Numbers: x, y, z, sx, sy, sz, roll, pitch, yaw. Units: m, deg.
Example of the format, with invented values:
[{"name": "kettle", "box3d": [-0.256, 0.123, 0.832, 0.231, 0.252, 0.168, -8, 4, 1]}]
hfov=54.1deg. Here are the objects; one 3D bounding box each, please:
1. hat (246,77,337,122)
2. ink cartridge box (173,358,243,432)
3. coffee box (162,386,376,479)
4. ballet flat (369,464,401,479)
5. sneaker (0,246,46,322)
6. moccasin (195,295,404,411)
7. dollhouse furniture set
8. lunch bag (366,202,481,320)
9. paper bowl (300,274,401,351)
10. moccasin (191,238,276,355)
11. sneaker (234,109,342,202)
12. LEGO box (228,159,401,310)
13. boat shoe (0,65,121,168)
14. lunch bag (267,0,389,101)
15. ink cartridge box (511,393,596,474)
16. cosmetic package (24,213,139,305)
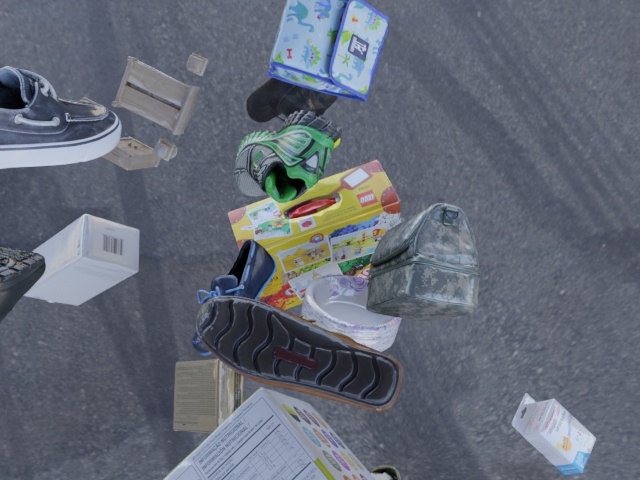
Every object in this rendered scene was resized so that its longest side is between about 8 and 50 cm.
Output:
[{"name": "hat", "box3d": [-0.043, -0.387, 1.718, 0.331, 0.331, 0.134, -35, 84, -6]}, {"name": "ink cartridge box", "box3d": [-0.311, 0.427, 1.728, 0.235, 0.088, 0.193, -14, 72, 46]}, {"name": "coffee box", "box3d": [-0.084, 0.535, 1.218, 0.338, 0.337, 0.334, -44, 65, -3]}, {"name": "ballet flat", "box3d": [0.085, 0.676, 1.565, 0.349, 0.123, 0.123, -24, 62, -43]}, {"name": "sneaker", "box3d": [-0.506, 0.106, 0.886, 0.109, 0.130, 0.286, 16, 34, 19]}, {"name": "moccasin", "box3d": [-0.038, 0.194, 1.106, 0.380, 0.147, 0.139, 12, 78, 8]}, {"name": "dollhouse furniture set", "box3d": [-0.485, -0.387, 1.726, 0.303, 0.174, 0.355, 27, 103, 5]}, {"name": "lunch bag", "box3d": [0.253, 0.057, 1.580, 0.213, 0.305, 0.255, 13, 74, -14]}, {"name": "paper bowl", "box3d": [0.082, 0.228, 1.805, 0.284, 0.284, 0.148, 20, 118, 14]}, {"name": "moccasin", "box3d": [-0.232, 0.130, 1.543, 0.138, 0.116, 0.342, -17, 30, 32]}, {"name": "sneaker", "box3d": [-0.096, -0.145, 1.267, 0.134, 0.343, 0.146, 30, 69, -21]}, {"name": "LEGO box", "box3d": [0.000, 0.000, 2.035, 0.500, 0.372, 0.193, -20, 54, -5]}, {"name": "boat shoe", "box3d": [-0.357, -0.154, 0.746, 0.108, 0.301, 0.102, 31, 117, 24]}, {"name": "lunch bag", "box3d": [0.013, -0.281, 0.896, 0.151, 0.096, 0.128, 16, 91, -10]}, {"name": "ink cartridge box", "box3d": [0.552, 0.452, 1.482, 0.181, 0.061, 0.104, 42, 56, -3]}, {"name": "cosmetic package", "box3d": [-0.755, 0.072, 1.972, 0.366, 0.197, 0.155, -23, 61, 34]}]
